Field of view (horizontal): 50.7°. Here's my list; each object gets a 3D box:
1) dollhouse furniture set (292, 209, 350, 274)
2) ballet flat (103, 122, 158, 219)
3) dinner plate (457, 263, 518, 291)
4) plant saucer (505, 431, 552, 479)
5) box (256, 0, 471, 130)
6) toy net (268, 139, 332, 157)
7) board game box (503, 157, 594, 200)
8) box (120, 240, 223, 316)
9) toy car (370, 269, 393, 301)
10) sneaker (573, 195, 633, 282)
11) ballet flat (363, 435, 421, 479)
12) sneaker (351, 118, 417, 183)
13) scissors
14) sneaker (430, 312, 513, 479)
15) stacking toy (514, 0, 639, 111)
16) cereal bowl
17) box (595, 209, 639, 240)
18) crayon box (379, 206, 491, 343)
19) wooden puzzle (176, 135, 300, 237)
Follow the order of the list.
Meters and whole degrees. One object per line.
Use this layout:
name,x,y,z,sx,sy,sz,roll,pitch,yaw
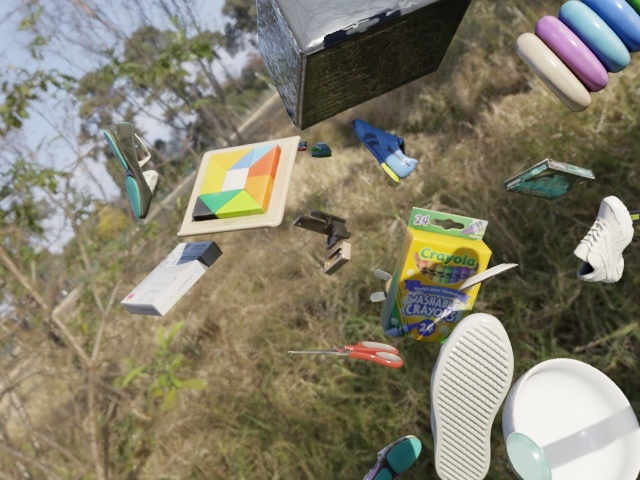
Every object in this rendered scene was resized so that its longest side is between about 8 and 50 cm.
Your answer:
dollhouse furniture set,0.000,0.000,1.901,0.144,0.123,0.151,-44,35,53
ballet flat,-0.501,-0.193,1.854,0.096,0.280,0.095,-28,33,-26
dinner plate,0.361,0.077,1.470,0.141,0.017,0.141,-21,-11,-5
plant saucer,0.411,0.442,1.348,0.021,0.119,0.119,-48,3,34
box,0.098,-0.585,1.795,0.480,0.297,0.472,-25,-8,-9
toy net,-0.081,-0.304,2.258,0.232,0.045,0.122,9,23,27
board game box,0.538,-0.141,1.587,0.186,0.026,0.126,5,-25,-38
box,-0.306,0.076,1.390,0.145,0.038,0.186,-4,37,49
toy car,0.251,0.154,2.123,0.149,0.189,0.154,13,-93,-70
sneaker,0.668,0.007,1.615,0.115,0.232,0.090,-9,25,-9
ballet flat,0.154,0.552,1.629,0.221,0.076,0.079,-41,13,-35
sneaker,0.156,-0.232,1.624,0.082,0.209,0.069,-45,-29,15
scissors,0.053,0.249,1.524,0.109,0.297,0.021,-132,54,-64
sneaker,0.256,0.268,1.232,0.150,0.135,0.365,-87,2,-62
stacking toy,0.429,-0.331,0.903,0.330,0.141,0.141,-43,6,23
cereal bowl,0.579,0.464,1.615,0.339,0.339,0.141,-48,-6,-32
box,0.923,-0.042,1.928,0.184,0.191,0.045,-15,65,64
crayon box,0.288,0.095,1.682,0.083,0.203,0.322,-103,25,-68
wooden puzzle,-0.161,-0.111,1.315,0.221,0.044,0.238,-6,50,24
